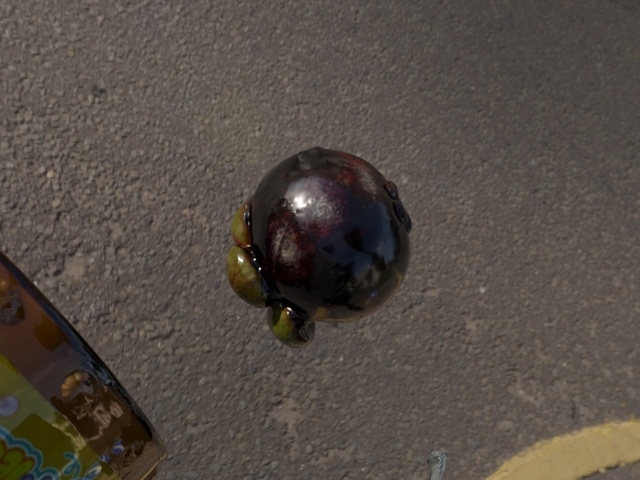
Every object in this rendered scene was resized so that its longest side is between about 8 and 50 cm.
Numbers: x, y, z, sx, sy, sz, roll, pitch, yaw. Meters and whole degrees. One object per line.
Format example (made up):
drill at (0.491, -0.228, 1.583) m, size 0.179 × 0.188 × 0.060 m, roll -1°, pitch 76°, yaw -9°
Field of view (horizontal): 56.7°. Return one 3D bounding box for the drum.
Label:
drum at (-0.360, 0.132, 0.527) m, size 0.431 × 0.431 × 0.214 m, roll 42°, pitch 61°, yaw 3°

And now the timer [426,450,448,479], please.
timer at (0.103, 0.336, 0.661) m, size 0.266 × 0.175 × 0.175 m, roll 13°, pitch 52°, yaw -57°

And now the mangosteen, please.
mangosteen at (0.000, 0.000, 0.651) m, size 0.210 × 0.210 × 0.209 m, roll 9°, pitch 61°, yaw -17°
